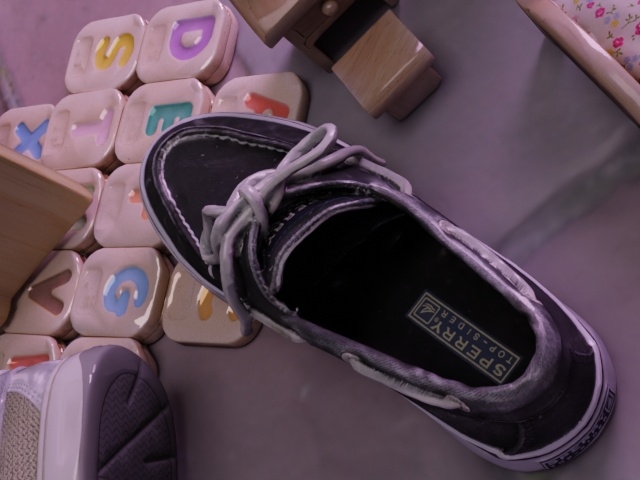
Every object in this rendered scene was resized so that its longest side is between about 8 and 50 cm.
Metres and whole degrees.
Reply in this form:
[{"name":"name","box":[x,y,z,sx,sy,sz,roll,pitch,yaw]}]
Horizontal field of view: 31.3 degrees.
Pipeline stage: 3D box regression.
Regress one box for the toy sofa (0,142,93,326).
[{"name":"toy sofa","box":[-0.316,-0.090,0.789,0.177,0.150,0.362,-47,48,12]}]

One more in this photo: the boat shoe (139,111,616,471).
[{"name":"boat shoe","box":[-0.002,0.004,0.557,0.113,0.105,0.306,-51,53,0]}]

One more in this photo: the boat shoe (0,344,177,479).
[{"name":"boat shoe","box":[-0.142,0.208,0.560,0.103,0.118,0.320,-11,63,22]}]

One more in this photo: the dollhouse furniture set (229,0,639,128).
[{"name":"dollhouse furniture set","box":[0.116,-0.140,0.502,0.303,0.174,0.355,-44,51,12]}]

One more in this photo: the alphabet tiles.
[{"name":"alphabet tiles","box":[-0.137,-0.019,0.728,0.278,0.021,0.284,0,70,35]}]
